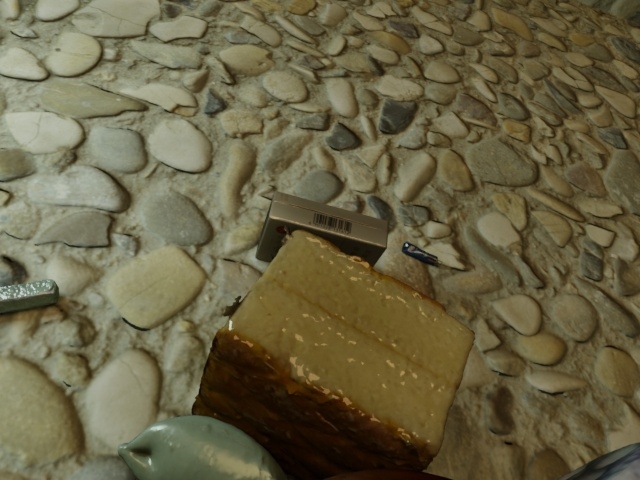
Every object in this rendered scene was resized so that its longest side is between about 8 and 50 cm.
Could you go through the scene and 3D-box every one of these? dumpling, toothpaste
[{"bbox_3d":[-0.132,0.279,0.636,0.217,0.149,0.104,19,49,-1],"label":"dumpling"},{"bbox_3d":[0.199,0.028,1.041,0.083,0.019,0.027,24,67,4],"label":"toothpaste"}]

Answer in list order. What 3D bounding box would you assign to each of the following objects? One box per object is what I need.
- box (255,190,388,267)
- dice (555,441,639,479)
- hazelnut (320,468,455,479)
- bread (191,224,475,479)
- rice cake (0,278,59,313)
[{"bbox_3d":[0.000,0.000,0.908,0.201,0.141,0.058,13,56,-8],"label":"box"},{"bbox_3d":[0.373,0.425,0.632,0.270,0.270,0.271,-16,60,-30],"label":"dice"},{"bbox_3d":[0.033,0.410,0.450,0.421,0.420,0.352,19,18,-6],"label":"hazelnut"},{"bbox_3d":[0.006,0.174,0.687,0.279,0.279,0.207,27,48,4],"label":"bread"},{"bbox_3d":[-0.476,0.088,0.734,0.208,0.033,0.033,-9,47,-24],"label":"rice cake"}]
